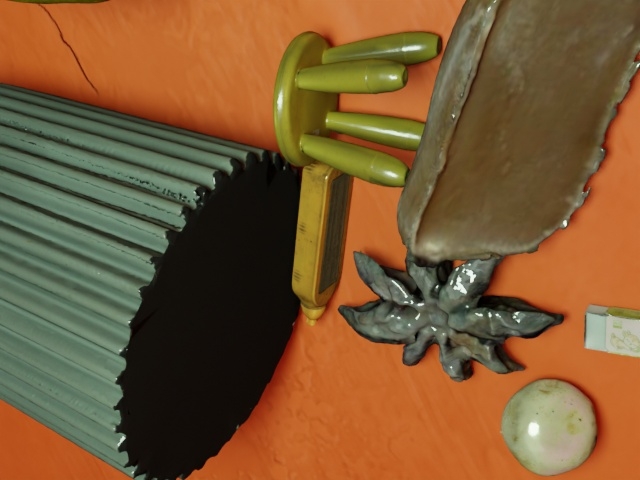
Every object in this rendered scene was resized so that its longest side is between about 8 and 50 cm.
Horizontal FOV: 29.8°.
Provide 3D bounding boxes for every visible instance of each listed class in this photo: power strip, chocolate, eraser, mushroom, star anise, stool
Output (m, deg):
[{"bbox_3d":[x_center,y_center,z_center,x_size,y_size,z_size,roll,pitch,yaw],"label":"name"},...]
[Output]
[{"bbox_3d":[0.000,0.000,1.078,0.028,0.049,0.178,21,122,24],"label":"power strip"},{"bbox_3d":[0.144,-0.108,0.905,0.083,0.161,0.261,52,132,47],"label":"chocolate"},{"bbox_3d":[0.260,0.077,0.993,0.083,0.019,0.038,9,120,25],"label":"eraser"},{"bbox_3d":[0.197,0.161,1.040,0.083,0.083,0.067,38,168,7],"label":"mushroom"},{"bbox_3d":[0.106,0.053,1.039,0.204,0.061,0.181,18,122,20],"label":"star anise"},{"bbox_3d":[0.032,-0.109,0.968,0.110,0.134,0.135,7,162,21],"label":"stool"},{"bbox_3d":[-0.220,0.018,1.068,0.330,0.297,0.297,19,122,23],"label":"stool"}]

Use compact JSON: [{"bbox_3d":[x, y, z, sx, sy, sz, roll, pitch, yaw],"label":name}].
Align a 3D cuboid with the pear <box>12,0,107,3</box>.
[{"bbox_3d":[-0.232,-0.320,0.926,0.321,0.269,0.269,52,128,13],"label":"pear"}]
